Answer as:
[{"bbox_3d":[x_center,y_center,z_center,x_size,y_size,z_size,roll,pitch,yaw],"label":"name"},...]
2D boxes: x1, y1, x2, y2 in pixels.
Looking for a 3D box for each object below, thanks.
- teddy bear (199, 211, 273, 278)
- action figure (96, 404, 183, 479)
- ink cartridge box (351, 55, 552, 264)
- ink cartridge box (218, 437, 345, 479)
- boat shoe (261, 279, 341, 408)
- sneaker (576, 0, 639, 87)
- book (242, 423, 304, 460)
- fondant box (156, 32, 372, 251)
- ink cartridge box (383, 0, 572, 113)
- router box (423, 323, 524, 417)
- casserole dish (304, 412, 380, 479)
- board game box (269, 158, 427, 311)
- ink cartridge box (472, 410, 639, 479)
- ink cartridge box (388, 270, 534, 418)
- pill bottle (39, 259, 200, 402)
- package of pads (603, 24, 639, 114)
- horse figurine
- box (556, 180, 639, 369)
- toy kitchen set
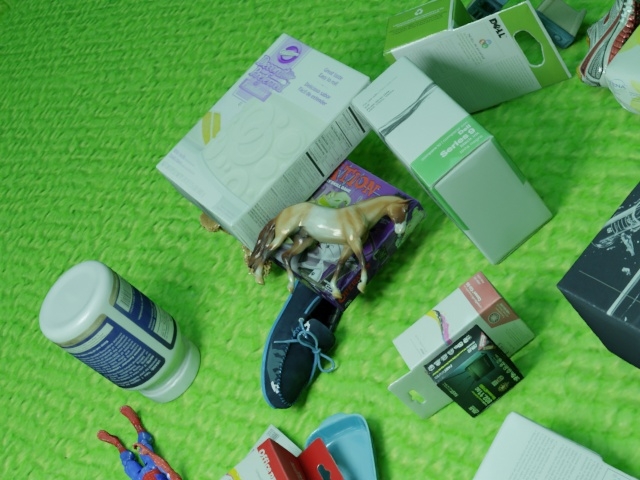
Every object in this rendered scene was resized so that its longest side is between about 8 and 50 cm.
[{"bbox_3d":[-0.046,-0.041,1.800,0.338,0.113,0.245,-12,56,24],"label":"teddy bear"},{"bbox_3d":[-0.306,0.360,1.651,0.091,0.139,0.280,-49,42,-2],"label":"action figure"},{"bbox_3d":[0.195,-0.129,1.564,0.121,0.211,0.289,-41,40,6],"label":"ink cartridge box"},{"bbox_3d":[-0.080,0.376,1.426,0.231,0.078,0.134,-42,41,5],"label":"ink cartridge box"},{"bbox_3d":[-0.021,0.143,1.607,0.089,0.109,0.258,-3,57,32],"label":"boat shoe"},{"bbox_3d":[0.465,-0.339,1.607,0.093,0.088,0.225,5,60,44],"label":"sneaker"},{"bbox_3d":[-0.092,0.358,1.544,0.144,0.035,0.096,-51,37,-7],"label":"book"},{"bbox_3d":[-0.084,-0.170,1.711,0.330,0.096,0.238,-47,49,-9],"label":"fondant box"},{"bbox_3d":[0.261,-0.316,1.686,0.255,0.189,0.097,-16,47,29],"label":"ink cartridge box"},{"bbox_3d":[0.207,0.177,1.367,0.092,0.122,0.038,-40,44,7],"label":"router box"},{"bbox_3d":[0.035,0.334,1.451,0.114,0.037,0.188,-28,42,21],"label":"casserole dish"},{"bbox_3d":[-0.016,-0.048,1.681,0.208,0.056,0.347,-47,49,-12],"label":"board game box"},{"bbox_3d":[0.268,0.376,1.200,0.239,0.060,0.275,26,75,23],"label":"ink cartridge box"},{"bbox_3d":[0.183,0.148,1.417,0.198,0.115,0.067,-39,41,7],"label":"ink cartridge box"},{"bbox_3d":[-0.333,0.163,1.734,0.153,0.264,0.153,-24,43,24],"label":"pill bottle"},{"bbox_3d":[0.576,-0.255,1.431,0.229,0.101,0.296,-50,39,-7],"label":"package of pads"},{"bbox_3d":[0.000,0.000,1.567,0.263,0.066,0.174,2,66,27],"label":"horse figurine"},{"bbox_3d":[0.516,0.043,1.171,0.312,0.179,0.343,-51,40,-5],"label":"box"},{"bbox_3d":[0.329,-0.360,1.763,0.122,0.166,0.207,-56,4,-13],"label":"toy kitchen set"}]
